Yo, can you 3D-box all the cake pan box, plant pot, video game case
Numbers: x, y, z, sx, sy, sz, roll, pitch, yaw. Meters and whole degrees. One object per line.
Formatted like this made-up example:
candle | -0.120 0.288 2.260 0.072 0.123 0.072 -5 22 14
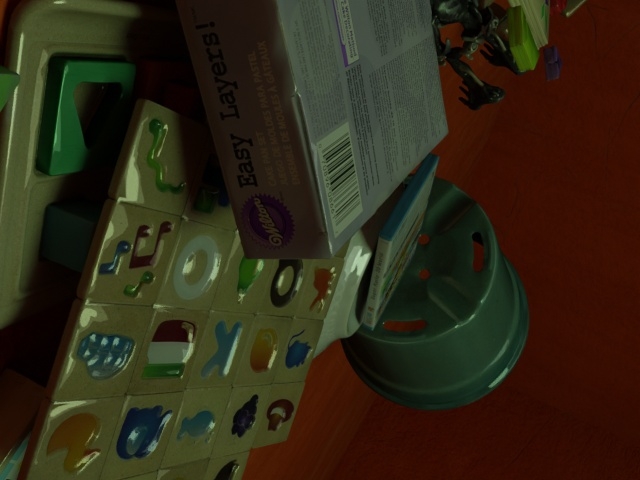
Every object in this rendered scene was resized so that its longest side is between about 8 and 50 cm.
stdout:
cake pan box | 0.007 -0.146 0.458 0.246 0.070 0.267 -45 127 -52
plant pot | 0.156 0.077 1.123 0.341 0.341 0.334 -63 158 -11
video game case | 0.081 0.005 0.732 0.119 0.015 0.166 -57 163 -33

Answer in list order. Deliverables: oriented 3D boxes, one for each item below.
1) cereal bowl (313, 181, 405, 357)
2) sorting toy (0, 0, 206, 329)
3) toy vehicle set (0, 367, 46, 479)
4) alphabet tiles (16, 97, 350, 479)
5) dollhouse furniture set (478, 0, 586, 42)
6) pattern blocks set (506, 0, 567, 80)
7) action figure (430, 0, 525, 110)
cereal bowl | 0.000 0.000 0.752 0.339 0.141 0.339 -58 163 -29
sorting toy | -0.118 -0.043 0.433 0.347 0.047 0.196 -32 144 -66
toy vehicle set | -0.237 0.227 0.469 0.267 0.035 0.166 -60 165 -19
alphabet tiles | -0.065 0.051 0.507 0.285 0.011 0.343 15 93 -61
dollhouse furniture set | 0.391 -0.579 1.208 0.394 0.256 0.362 -43 164 -1
pattern blocks set | 0.252 -0.336 0.873 0.325 0.026 0.285 49 46 -46
action figure | 0.154 -0.278 0.876 0.164 0.141 0.275 -56 139 -5
